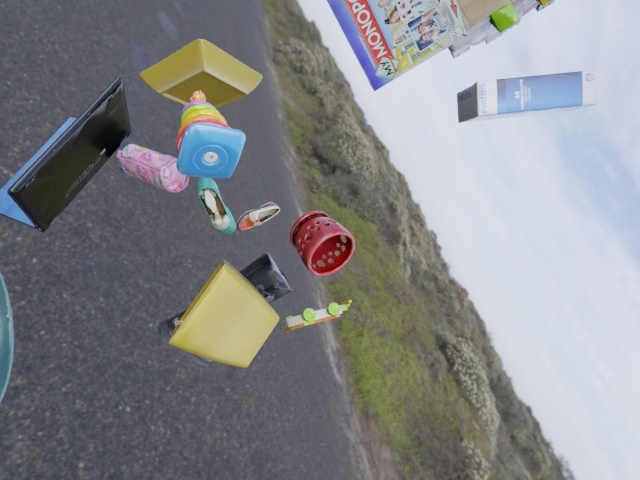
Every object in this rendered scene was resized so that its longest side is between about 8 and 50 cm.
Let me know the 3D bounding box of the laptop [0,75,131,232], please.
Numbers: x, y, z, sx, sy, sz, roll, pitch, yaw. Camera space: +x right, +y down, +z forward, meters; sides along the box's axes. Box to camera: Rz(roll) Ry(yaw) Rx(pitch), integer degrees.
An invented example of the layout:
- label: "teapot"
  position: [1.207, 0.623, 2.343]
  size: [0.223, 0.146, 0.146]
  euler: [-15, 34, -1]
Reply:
- label: "laptop"
  position: [-0.721, -0.246, 1.163]
  size: [0.236, 0.382, 0.408]
  euler: [31, -24, -7]

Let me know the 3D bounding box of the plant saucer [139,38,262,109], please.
- label: "plant saucer"
  position: [-0.439, -0.584, 1.647]
  size: [0.332, 0.333, 0.081]
  euler: [9, 71, -58]

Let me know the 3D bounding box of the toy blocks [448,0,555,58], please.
- label: "toy blocks"
  position: [0.448, -0.597, 1.111]
  size: [0.191, 0.381, 0.261]
  euler: [63, 19, 2]

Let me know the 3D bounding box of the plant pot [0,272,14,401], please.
- label: "plant pot"
  position: [-0.613, 0.143, 0.623]
  size: [0.293, 0.196, 0.293]
  euler: [173, -90, -76]

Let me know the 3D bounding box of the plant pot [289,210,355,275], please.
- label: "plant pot"
  position: [0.000, 0.000, 1.541]
  size: [0.174, 0.191, 0.191]
  euler: [52, 2, 40]

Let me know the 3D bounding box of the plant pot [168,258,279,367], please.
- label: "plant pot"
  position: [-0.223, 0.191, 1.084]
  size: [0.187, 0.212, 0.212]
  euler: [36, -7, -11]

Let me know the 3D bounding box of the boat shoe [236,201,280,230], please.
- label: "boat shoe"
  position: [-0.182, -0.067, 1.282]
  size: [0.043, 0.137, 0.049]
  euler: [39, -26, 50]

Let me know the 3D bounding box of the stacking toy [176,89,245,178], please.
- label: "stacking toy"
  position: [-0.335, -0.333, 1.246]
  size: [0.165, 0.175, 0.302]
  euler: [3, 49, -31]

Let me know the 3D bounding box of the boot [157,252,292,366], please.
- label: "boot"
  position: [-0.306, 0.261, 1.609]
  size: [0.146, 0.445, 0.367]
  euler: [52, -5, 24]

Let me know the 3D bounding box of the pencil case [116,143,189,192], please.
- label: "pencil case"
  position: [-0.587, -0.256, 1.534]
  size: [0.284, 0.124, 0.124]
  euler: [23, -11, 30]

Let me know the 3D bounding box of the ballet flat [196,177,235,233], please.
- label: "ballet flat"
  position: [-0.370, -0.104, 1.542]
  size: [0.087, 0.083, 0.247]
  euler: [-101, 174, -55]

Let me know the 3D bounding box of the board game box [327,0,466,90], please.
- label: "board game box"
  position: [0.123, -0.470, 0.819]
  size: [0.317, 0.213, 0.046]
  euler: [50, 18, -39]

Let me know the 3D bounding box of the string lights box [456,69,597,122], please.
- label: "string lights box"
  position: [0.460, -0.324, 0.996]
  size: [0.133, 0.259, 0.077]
  euler: [-95, 179, -81]

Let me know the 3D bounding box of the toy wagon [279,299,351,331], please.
- label: "toy wagon"
  position: [-0.007, 0.337, 1.981]
  size: [0.267, 0.344, 0.068]
  euler: [-36, -114, 62]
